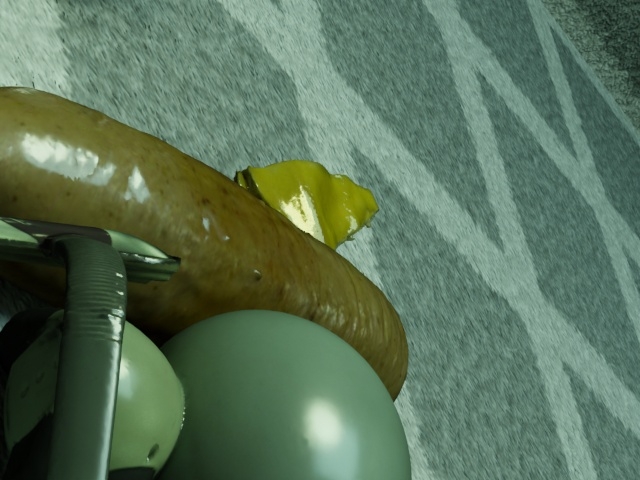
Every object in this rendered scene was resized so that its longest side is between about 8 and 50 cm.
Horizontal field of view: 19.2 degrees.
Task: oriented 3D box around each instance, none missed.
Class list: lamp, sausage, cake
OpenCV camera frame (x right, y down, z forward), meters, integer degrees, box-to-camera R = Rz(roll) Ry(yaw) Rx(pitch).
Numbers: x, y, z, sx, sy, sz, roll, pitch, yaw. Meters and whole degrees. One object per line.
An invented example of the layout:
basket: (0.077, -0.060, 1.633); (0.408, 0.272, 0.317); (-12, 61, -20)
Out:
lamp: (-0.169, 0.068, 0.865); (0.124, 0.203, 0.283); (101, -8, -49)
sausage: (-0.075, 0.023, 1.212); (0.136, 0.123, 0.501); (20, -7, 35)
lamp: (-0.063, 0.123, 1.068); (0.244, 0.198, 0.198); (23, 38, -28)
cake: (0.004, -0.002, 1.558); (0.185, 0.079, 0.116); (41, 25, -57)
